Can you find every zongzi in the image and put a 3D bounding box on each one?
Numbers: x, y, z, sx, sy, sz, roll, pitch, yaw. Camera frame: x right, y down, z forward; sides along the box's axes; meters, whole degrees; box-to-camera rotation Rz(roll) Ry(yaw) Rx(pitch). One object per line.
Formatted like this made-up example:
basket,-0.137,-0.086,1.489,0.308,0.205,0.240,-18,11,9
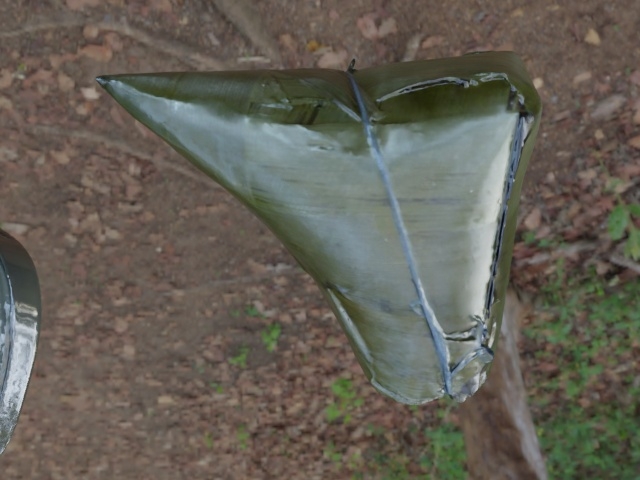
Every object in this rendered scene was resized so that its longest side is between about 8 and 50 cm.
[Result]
zongzi,0.000,0.000,0.861,0.393,0.174,0.356,-2,116,-5

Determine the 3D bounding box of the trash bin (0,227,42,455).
trash bin,-0.403,0.066,0.762,0.250,0.219,0.220,18,-179,-43
